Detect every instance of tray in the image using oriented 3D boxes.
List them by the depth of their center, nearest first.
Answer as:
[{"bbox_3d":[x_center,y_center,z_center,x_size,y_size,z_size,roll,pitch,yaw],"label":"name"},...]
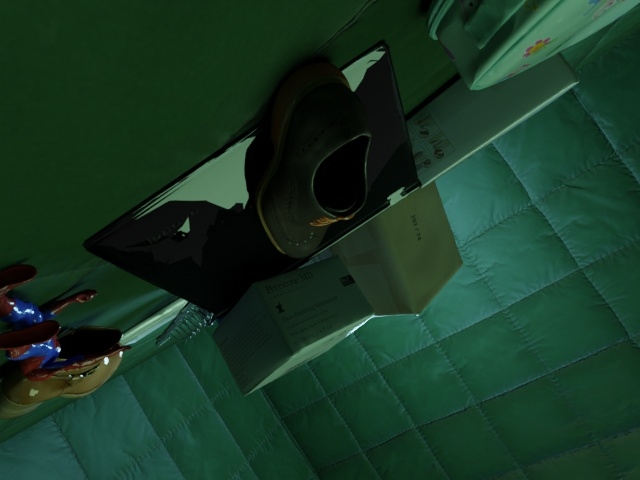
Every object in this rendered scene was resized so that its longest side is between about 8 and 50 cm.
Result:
[{"bbox_3d":[-0.463,0.226,1.241,0.271,0.030,0.145,-33,175,-9],"label":"tray"}]

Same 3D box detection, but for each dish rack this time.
[{"bbox_3d":[-0.330,0.195,1.196,0.208,0.074,0.271,-50,178,21],"label":"dish rack"}]

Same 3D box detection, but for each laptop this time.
[{"bbox_3d":[-0.071,-0.084,0.668,0.382,0.236,0.408,-33,-155,2],"label":"laptop"}]

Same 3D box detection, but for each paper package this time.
[{"bbox_3d":[0.173,-0.020,1.030,0.168,0.324,0.310,-14,-169,43],"label":"paper package"}]

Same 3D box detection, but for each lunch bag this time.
[{"bbox_3d":[0.224,-0.250,0.338,0.224,0.107,0.279,-29,174,-21],"label":"lunch bag"}]

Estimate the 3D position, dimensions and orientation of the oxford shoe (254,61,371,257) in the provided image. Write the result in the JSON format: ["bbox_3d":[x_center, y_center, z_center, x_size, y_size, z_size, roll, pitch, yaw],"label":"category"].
[{"bbox_3d":[-0.009,-0.045,0.466,0.097,0.098,0.271,-21,151,-19],"label":"oxford shoe"}]

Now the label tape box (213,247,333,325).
[{"bbox_3d":[-0.067,0.104,1.080,0.348,0.115,0.249,-15,161,-44],"label":"label tape box"}]

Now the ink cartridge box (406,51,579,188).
[{"bbox_3d":[0.324,-0.260,0.862,0.310,0.130,0.272,-35,177,32],"label":"ink cartridge box"}]

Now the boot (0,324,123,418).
[{"bbox_3d":[-0.453,0.217,0.832,0.220,0.109,0.283,-39,167,21],"label":"boot"}]

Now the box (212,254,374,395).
[{"bbox_3d":[-0.046,0.135,0.693,0.181,0.119,0.182,-17,157,-43],"label":"box"}]

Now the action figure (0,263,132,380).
[{"bbox_3d":[-0.303,0.102,0.519,0.139,0.091,0.280,-19,168,-37],"label":"action figure"}]
